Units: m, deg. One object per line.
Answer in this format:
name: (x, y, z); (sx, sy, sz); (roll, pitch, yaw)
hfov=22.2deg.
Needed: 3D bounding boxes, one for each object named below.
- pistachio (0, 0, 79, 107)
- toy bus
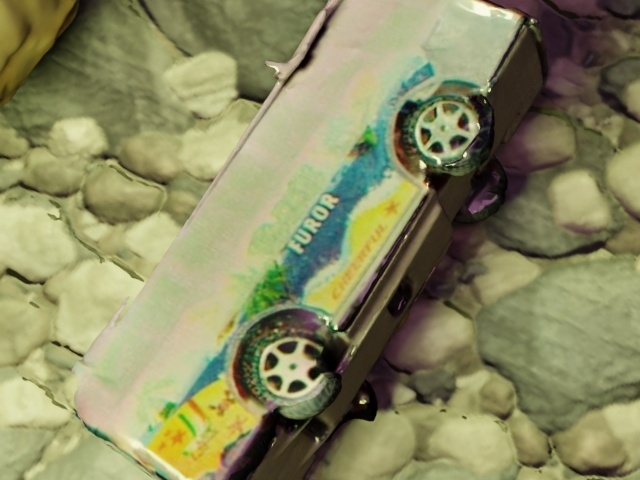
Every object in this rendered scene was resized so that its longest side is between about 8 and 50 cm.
pistachio: (-0.213, -0.171, 0.926); (0.152, 0.126, 0.223); (-4, 70, -9)
toy bus: (0.000, 0.000, 0.894); (0.138, 0.112, 0.317); (29, 79, 19)
